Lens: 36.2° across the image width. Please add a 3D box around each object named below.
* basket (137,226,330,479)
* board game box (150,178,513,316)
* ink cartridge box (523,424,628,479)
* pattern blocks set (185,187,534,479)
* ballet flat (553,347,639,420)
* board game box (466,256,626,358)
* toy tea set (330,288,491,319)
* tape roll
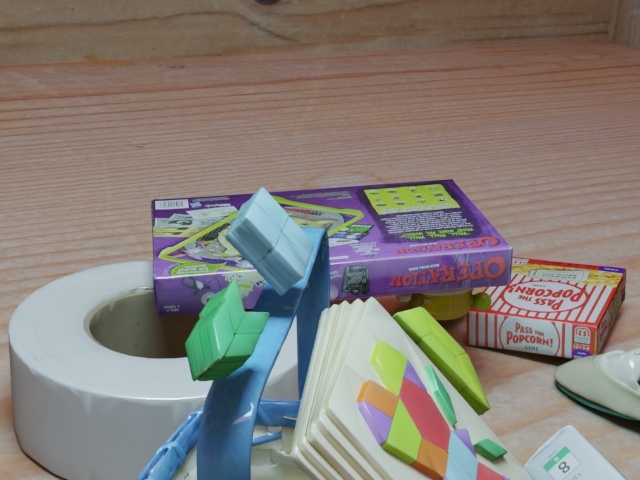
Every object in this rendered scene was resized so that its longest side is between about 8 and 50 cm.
[{"bbox_3d":[-0.022,0.162,0.582,0.201,0.289,0.255,6,22,9],"label":"basket"},{"bbox_3d":[0.000,0.000,1.019,0.346,0.056,0.208,-4,19,-8],"label":"board game box"},{"bbox_3d":[0.245,0.236,0.628,0.181,0.056,0.225,44,2,-28],"label":"ink cartridge box"},{"bbox_3d":[0.063,0.120,0.498,0.325,0.026,0.285,43,22,-21],"label":"pattern blocks set"},{"bbox_3d":[0.342,0.150,0.961,0.086,0.086,0.248,-15,28,-39],"label":"ballet flat"},{"bbox_3d":[0.271,0.077,1.159,0.146,0.045,0.193,5,20,24],"label":"board game box"},{"bbox_3d":[0.032,0.051,1.134,0.336,0.124,0.200,4,28,13],"label":"toy tea set"},{"bbox_3d":[-0.147,0.117,0.930,0.286,0.100,0.286,3,22,-1],"label":"tape roll"}]
